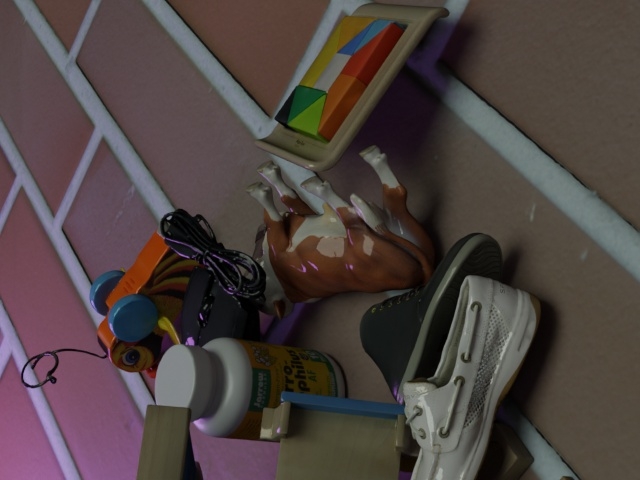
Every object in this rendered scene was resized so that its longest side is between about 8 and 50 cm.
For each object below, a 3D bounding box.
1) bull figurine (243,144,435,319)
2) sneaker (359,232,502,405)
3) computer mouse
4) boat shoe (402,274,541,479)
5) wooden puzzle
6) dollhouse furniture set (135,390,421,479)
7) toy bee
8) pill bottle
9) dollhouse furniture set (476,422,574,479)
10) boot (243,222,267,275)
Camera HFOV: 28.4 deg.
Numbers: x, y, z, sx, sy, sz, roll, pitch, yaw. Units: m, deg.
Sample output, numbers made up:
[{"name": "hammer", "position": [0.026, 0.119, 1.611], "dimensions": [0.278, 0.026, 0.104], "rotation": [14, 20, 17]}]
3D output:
[{"name": "bull figurine", "position": [0.000, 0.000, 1.487], "dimensions": [0.310, 0.101, 0.188], "rotation": [-8, 117, 43]}, {"name": "sneaker", "position": [0.107, 0.068, 1.356], "dimensions": [0.118, 0.083, 0.222], "rotation": [47, 124, 43]}, {"name": "computer mouse", "position": [-0.136, 0.107, 1.580], "dimensions": [0.188, 0.072, 0.272], "rotation": [33, 141, 39]}, {"name": "boat shoe", "position": [0.124, 0.166, 1.267], "dimensions": [0.098, 0.096, 0.277], "rotation": [166, 127, -79]}, {"name": "wooden puzzle", "position": [0.025, -0.191, 1.479], "dimensions": [0.238, 0.044, 0.221], "rotation": [-52, 23, -4]}, {"name": "dollhouse furniture set", "position": [-0.044, 0.329, 1.350], "dimensions": [0.198, 0.303, 0.286], "rotation": [92, -177, -63]}, {"name": "toy bee", "position": [-0.267, 0.116, 1.821], "dimensions": [0.298, 0.162, 0.195], "rotation": [-32, 43, 14]}, {"name": "pill bottle", "position": [-0.084, 0.176, 1.486], "dimensions": [0.117, 0.208, 0.117], "rotation": [-20, 65, 49]}, {"name": "dollhouse furniture set", "position": [0.154, 0.257, 1.223], "dimensions": [0.144, 0.123, 0.151], "rotation": [-57, 41, 25]}, {"name": "boot", "position": [-0.077, 0.024, 1.668], "dimensions": [0.118, 0.042, 0.087], "rotation": [-29, 51, 44]}]
